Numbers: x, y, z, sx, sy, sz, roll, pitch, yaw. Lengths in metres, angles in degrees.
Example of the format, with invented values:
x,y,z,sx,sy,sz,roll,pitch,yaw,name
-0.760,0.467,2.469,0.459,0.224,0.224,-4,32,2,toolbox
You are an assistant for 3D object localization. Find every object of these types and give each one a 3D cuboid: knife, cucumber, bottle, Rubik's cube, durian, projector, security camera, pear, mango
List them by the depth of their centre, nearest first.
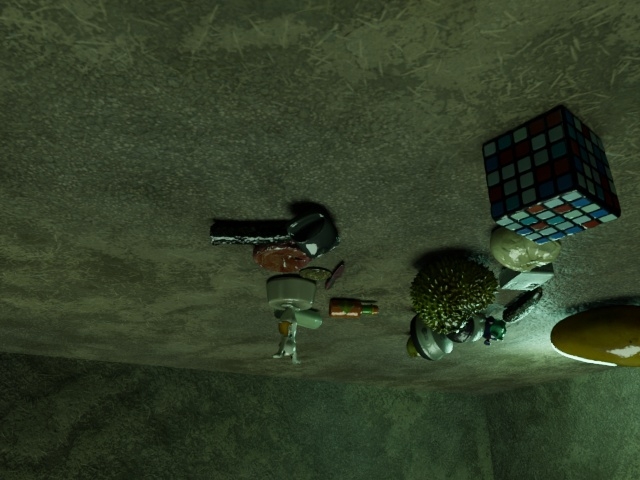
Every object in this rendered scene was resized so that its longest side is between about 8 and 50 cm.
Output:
x,y,z,sx,sy,sz,roll,pitch,yaw,name
0.457,-0.120,1.087,0.182,0.187,0.184,20,147,-37,Rubik's cube
-0.170,-0.016,1.460,0.245,0.067,0.067,0,155,-3,cucumber
0.398,0.160,1.681,0.291,0.225,0.291,-33,157,-16,durian
0.651,0.105,1.726,0.115,0.061,0.147,5,155,-7,projector
0.050,0.123,1.812,0.035,0.018,0.247,-8,160,-16,knife
0.758,0.242,2.024,0.067,0.068,0.294,2,155,-4,cucumber
0.126,0.259,2.061,0.186,0.069,0.069,2,155,-9,bottle
0.506,0.342,2.106,0.277,0.197,0.191,-26,157,33,security camera
-0.086,0.294,2.127,0.072,0.072,0.201,-21,149,38,bottle
1.122,0.376,2.131,0.300,0.232,0.445,16,161,-41,mango
0.458,0.470,2.479,0.141,0.104,0.141,-17,173,-2,pear

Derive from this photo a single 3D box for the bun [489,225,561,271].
x,y,z,sx,sy,sz,roll,pitch,yaw,name
0.561,0.023,1.488,0.188,0.111,0.164,17,148,-25,bun

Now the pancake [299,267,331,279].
x,y,z,sx,sy,sz,roll,pitch,yaw,name
-0.018,0.113,1.802,0.114,0.011,0.115,0,155,0,pancake

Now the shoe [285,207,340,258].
x,y,z,sx,sy,sz,roll,pitch,yaw,name
0.000,0.000,1.426,0.108,0.093,0.241,-32,154,7,shoe

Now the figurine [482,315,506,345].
x,y,z,sx,sy,sz,roll,pitch,yaw,name
0.671,0.355,2.170,0.102,0.112,0.195,1,175,-7,figurine

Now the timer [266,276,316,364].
x,y,z,sx,sy,sz,roll,pitch,yaw,name
-0.106,0.274,1.837,0.175,0.266,0.175,2,159,1,timer

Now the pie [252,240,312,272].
x,y,z,sx,sy,sz,roll,pitch,yaw,name
-0.109,0.041,1.602,0.182,0.050,0.182,-3,151,-1,pie
